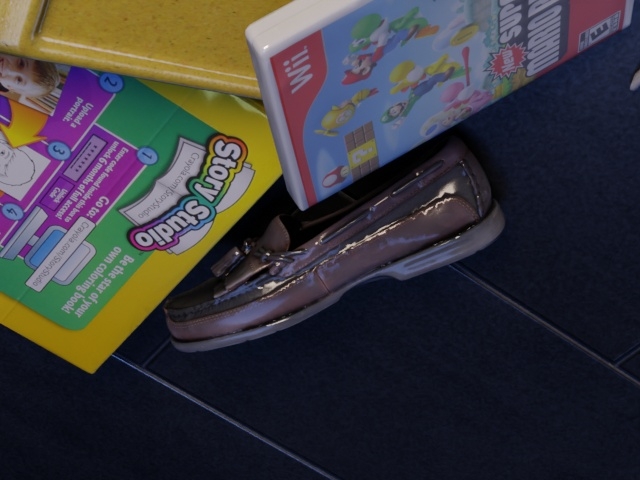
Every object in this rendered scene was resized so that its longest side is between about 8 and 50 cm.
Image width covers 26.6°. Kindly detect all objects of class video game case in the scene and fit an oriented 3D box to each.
[{"bbox_3d":[0.093,-0.142,0.897,0.285,0.025,0.204,-30,154,-8],"label":"video game case"}]

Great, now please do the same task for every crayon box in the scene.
[{"bbox_3d":[-0.223,-0.085,1.117,0.313,0.106,0.363,32,130,-18],"label":"crayon box"}]

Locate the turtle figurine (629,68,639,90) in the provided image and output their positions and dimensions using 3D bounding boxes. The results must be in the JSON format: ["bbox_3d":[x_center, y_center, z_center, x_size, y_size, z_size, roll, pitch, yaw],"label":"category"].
[{"bbox_3d":[0.366,-0.137,0.945,0.198,0.274,0.266,40,110,6],"label":"turtle figurine"}]

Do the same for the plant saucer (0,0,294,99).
[{"bbox_3d":[-0.050,-0.204,0.838,0.333,0.081,0.333,8,138,-23],"label":"plant saucer"}]

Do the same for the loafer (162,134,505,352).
[{"bbox_3d":[0.000,0.000,1.137,0.302,0.109,0.095,-21,109,7],"label":"loafer"}]
